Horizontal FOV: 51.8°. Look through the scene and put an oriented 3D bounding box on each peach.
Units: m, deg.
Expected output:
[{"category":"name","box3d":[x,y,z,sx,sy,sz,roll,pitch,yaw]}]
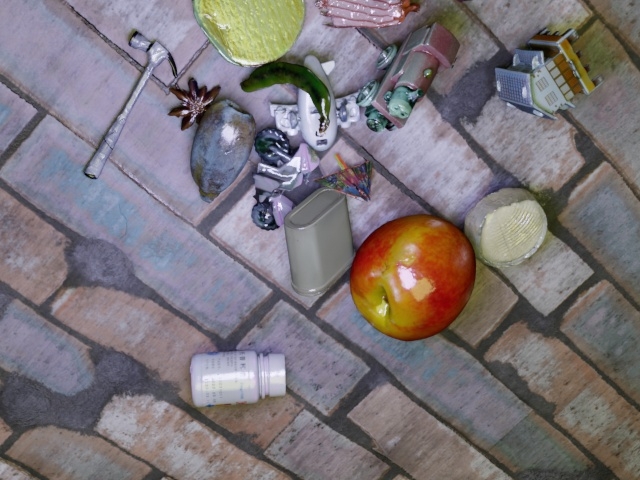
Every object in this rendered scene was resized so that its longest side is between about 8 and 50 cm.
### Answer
[{"category":"peach","box3d":[0.282,0.097,1.940,0.388,0.388,0.388,-3,110,-8]}]

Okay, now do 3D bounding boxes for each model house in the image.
[{"category":"model house","box3d":[0.633,-0.458,1.857,0.215,0.224,0.198,-41,111,6]}]

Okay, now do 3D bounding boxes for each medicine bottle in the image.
[{"category":"medicine bottle","box3d":[-0.256,0.431,2.067,0.293,0.170,0.170,-1,110,-8]}]

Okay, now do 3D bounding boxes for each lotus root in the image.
[{"category":"lotus root","box3d":[-0.284,-0.229,1.821,0.158,0.140,0.322,25,118,1]}]

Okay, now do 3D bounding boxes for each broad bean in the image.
[{"category":"broad bean","box3d":[-0.081,-0.401,1.755,0.292,0.049,0.144,33,109,16]}]

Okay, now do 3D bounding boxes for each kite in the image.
[{"category":"kite","box3d":[0.082,-0.180,1.896,0.241,0.183,0.014,-17,156,-34]}]

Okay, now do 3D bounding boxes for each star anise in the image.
[{"category":"star anise","box3d":[-0.342,-0.371,1.825,0.168,0.057,0.167,-2,109,-7]}]

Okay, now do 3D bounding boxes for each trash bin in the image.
[{"category":"trash bin","box3d":[0.000,0.000,1.905,0.243,0.121,0.247,-41,138,-37]}]

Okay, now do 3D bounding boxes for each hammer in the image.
[{"category":"hammer","box3d":[-0.545,-0.355,1.810,0.152,0.044,0.427,32,103,-19]}]

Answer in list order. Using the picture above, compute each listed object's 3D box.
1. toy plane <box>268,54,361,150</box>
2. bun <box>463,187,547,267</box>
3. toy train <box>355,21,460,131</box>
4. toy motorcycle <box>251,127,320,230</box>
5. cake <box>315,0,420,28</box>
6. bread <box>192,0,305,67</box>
[{"category":"toy plane","box3d":[-0.013,-0.381,1.837,0.267,0.122,0.266,-2,110,-5]},{"category":"bun","box3d":[0.558,-0.043,2.034,0.259,0.152,0.259,-8,120,-15]},{"category":"toy train","box3d":[0.232,-0.431,1.775,0.150,0.221,0.304,35,68,-23]},{"category":"toy motorcycle","box3d":[-0.102,-0.163,1.885,0.188,0.143,0.327,8,123,2]},{"category":"cake","box3d":[0.129,-0.631,1.783,0.287,0.135,0.098,-3,125,2]},{"category":"bread","box3d":[-0.186,-0.616,1.755,0.301,0.045,0.301,-3,103,-13]}]
